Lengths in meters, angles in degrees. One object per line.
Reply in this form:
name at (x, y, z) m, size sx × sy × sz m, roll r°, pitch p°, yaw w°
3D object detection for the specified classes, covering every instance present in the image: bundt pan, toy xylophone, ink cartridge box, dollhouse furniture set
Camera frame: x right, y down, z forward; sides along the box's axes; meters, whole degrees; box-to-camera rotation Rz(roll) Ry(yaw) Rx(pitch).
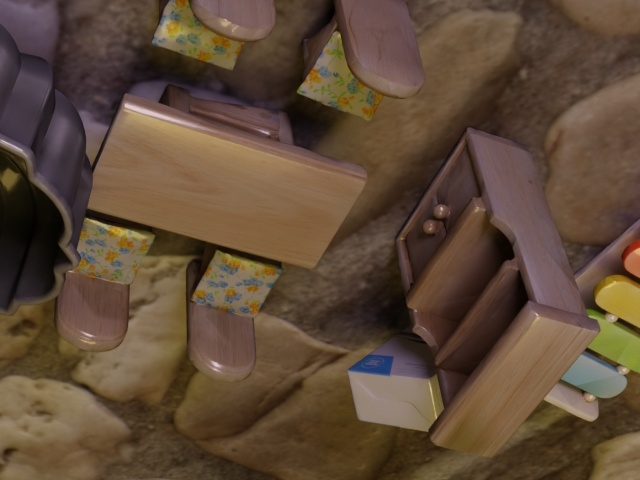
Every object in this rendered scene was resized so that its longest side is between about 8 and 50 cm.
bundt pan at (-0.328, -0.083, 0.961) m, size 0.331 × 0.124 × 0.331 m, roll 12°, pitch 145°, yaw 9°
toy xylophone at (0.367, 0.067, 1.263) m, size 0.236 × 0.081 × 0.322 m, roll 19°, pitch 127°, yaw -23°
ink cartridge box at (0.124, 0.123, 1.233) m, size 0.104 × 0.180 × 0.060 m, roll 1°, pitch 112°, yaw 41°
dollhouse furniture set at (0.000, 0.000, 1.037) m, size 0.394 × 0.256 × 0.362 m, roll 16°, pitch 128°, yaw -20°
